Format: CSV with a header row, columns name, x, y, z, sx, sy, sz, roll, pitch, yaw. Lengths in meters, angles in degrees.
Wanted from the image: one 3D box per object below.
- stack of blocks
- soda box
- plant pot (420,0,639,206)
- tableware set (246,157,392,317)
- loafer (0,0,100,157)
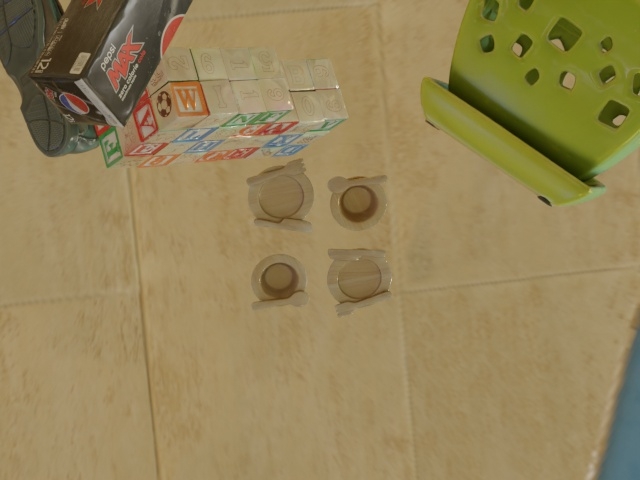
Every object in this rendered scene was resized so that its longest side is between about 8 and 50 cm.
name,x,y,z,sx,sy,sz,roll,pitch,yaw
stack of blocks,-0.110,-0.167,1.632,0.297,0.171,0.087,-8,76,-41
soda box,-0.136,-0.163,0.933,0.060,0.053,0.169,51,55,-47
plant pot,0.237,-0.159,1.305,0.227,0.228,0.207,36,101,12
tableware set,0.000,0.000,1.279,0.141,0.020,0.169,-3,112,-4
loafer,-0.349,-0.233,1.678,0.096,0.084,0.268,-22,82,35
